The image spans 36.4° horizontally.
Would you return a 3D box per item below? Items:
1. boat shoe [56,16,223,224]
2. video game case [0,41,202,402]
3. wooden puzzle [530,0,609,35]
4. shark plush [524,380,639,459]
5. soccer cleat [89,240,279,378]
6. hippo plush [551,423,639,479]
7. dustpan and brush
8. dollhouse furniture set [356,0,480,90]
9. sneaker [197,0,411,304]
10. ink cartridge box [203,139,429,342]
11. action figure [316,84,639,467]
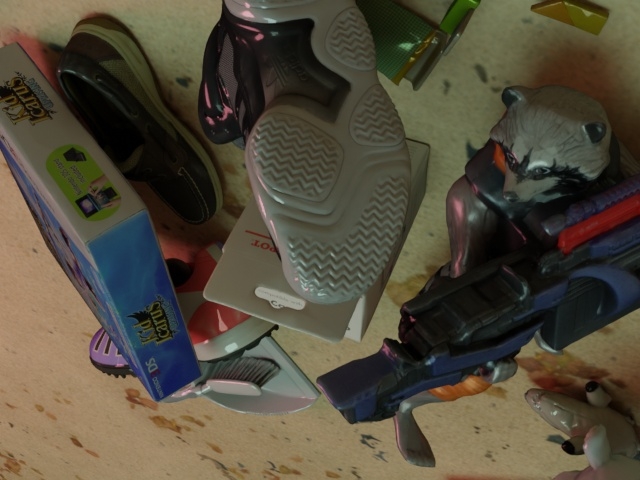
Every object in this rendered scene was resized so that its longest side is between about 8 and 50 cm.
[{"bbox_3d":[-0.163,-0.088,0.863,0.080,0.073,0.224,4,138,33],"label":"boat shoe"},{"bbox_3d":[-0.215,-0.009,0.901,0.244,0.061,0.269,49,160,31],"label":"video game case"},{"bbox_3d":[0.152,-0.179,0.590,0.078,0.014,0.116,15,145,9],"label":"wooden puzzle"},{"bbox_3d":[0.282,0.184,0.972,0.161,0.073,0.067,18,171,-24],"label":"shark plush"},{"bbox_3d":[-0.173,0.078,1.084,0.318,0.108,0.116,-15,105,49],"label":"soccer cleat"},{"bbox_3d":[0.312,0.277,0.824,0.236,0.234,0.294,3,155,-22],"label":"hippo plush"},{"bbox_3d":[-0.125,0.174,1.192,0.211,0.060,0.147,-6,134,39],"label":"dustpan and brush"},{"bbox_3d":[0.055,-0.148,0.653,0.076,0.059,0.152,30,146,-5],"label":"dollhouse furniture set"},{"bbox_3d":[-0.019,-0.072,0.663,0.101,0.269,0.153,-3,160,-18],"label":"sneaker"},{"bbox_3d":[0.000,0.000,0.760,0.115,0.198,0.067,18,145,14],"label":"ink cartridge box"},{"bbox_3d":[0.113,0.026,0.704,0.178,0.341,0.330,54,150,32],"label":"action figure"}]
